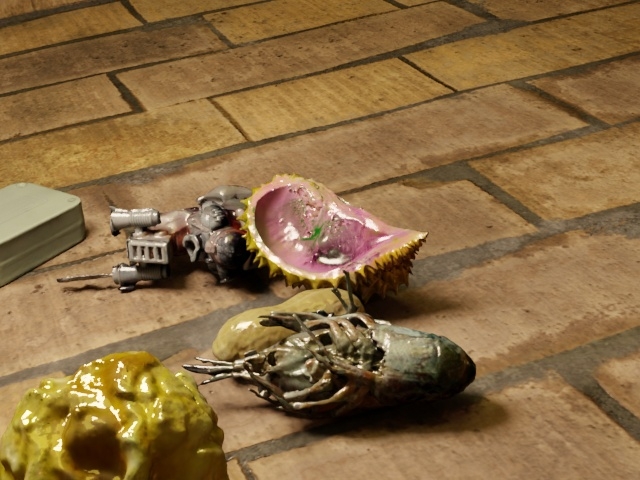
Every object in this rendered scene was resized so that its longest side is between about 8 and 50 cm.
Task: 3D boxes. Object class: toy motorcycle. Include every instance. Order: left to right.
[{"bbox_3d":[-0.216,0.000,2.025,0.401,0.134,0.207,-3,19,7],"label":"toy motorcycle"}]

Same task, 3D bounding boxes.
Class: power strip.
[{"bbox_3d":[-0.560,-0.042,2.202,0.261,0.141,0.229,15,32,34],"label":"power strip"}]

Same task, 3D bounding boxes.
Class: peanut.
[{"bbox_3d":[-0.043,0.120,1.767,0.214,0.090,0.098,-16,38,-19],"label":"peanut"}]

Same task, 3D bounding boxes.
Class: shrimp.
[{"bbox_3d":[0.008,0.133,1.637,0.372,0.137,0.172,6,71,5],"label":"shrimp"}]

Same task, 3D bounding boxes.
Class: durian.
[{"bbox_3d":[-0.007,0.013,1.881,0.187,0.153,0.260,-16,38,-32],"label":"durian"}]

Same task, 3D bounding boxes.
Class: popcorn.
[{"bbox_3d":[-0.221,0.247,1.404,0.249,0.249,0.225,-6,43,3],"label":"popcorn"}]
